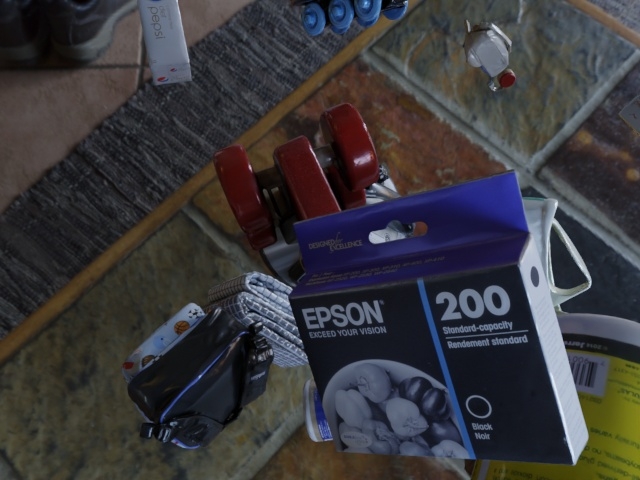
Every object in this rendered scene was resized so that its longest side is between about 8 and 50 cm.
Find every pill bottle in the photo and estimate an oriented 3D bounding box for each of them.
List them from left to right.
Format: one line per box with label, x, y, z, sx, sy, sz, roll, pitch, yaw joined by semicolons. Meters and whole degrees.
pill bottle;0.098;0.405;1.373;0.265;0.153;0.153;-11;68;8
pill bottle;0.218;0.247;0.468;0.188;0.188;0.334;23;62;8

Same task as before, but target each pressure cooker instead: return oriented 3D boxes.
pressure cooker;0.054;-0.062;1.634;0.370;0.420;0.375;-38;104;-51

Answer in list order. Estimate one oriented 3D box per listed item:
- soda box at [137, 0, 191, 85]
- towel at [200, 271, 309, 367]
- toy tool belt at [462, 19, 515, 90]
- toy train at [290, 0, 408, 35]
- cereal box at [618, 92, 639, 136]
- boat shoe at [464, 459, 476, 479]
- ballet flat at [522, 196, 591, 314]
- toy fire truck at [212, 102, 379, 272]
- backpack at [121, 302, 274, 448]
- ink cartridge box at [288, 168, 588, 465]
soda box;-0.280;-0.390;0.969;0.069;0.074;0.216;-12;83;-11
towel;-0.115;0.196;1.249;0.284;0.235;0.121;34;59;-19
toy tool belt;0.196;-0.219;0.644;0.052;0.083;0.051;-35;43;27
toy train;0.039;-0.333;0.723;0.080;0.184;0.105;-22;110;-41
cereal box;0.473;-0.175;0.595;0.047;0.240;0.173;18;39;-29
boat shoe;0.378;0.389;1.098;0.111;0.307;0.104;9;42;-29
ballet flat;0.388;0.112;0.917;0.139;0.139;0.400;-22;101;-10
toy fire truck;0.000;0.000;0.679;0.169;0.302;0.253;-22;81;-5
backpack;-0.240;0.275;1.085;0.276;0.263;0.213;-39;55;-24
ink cartridge box;0.074;0.069;0.435;0.045;0.206;0.208;-25;99;-53
